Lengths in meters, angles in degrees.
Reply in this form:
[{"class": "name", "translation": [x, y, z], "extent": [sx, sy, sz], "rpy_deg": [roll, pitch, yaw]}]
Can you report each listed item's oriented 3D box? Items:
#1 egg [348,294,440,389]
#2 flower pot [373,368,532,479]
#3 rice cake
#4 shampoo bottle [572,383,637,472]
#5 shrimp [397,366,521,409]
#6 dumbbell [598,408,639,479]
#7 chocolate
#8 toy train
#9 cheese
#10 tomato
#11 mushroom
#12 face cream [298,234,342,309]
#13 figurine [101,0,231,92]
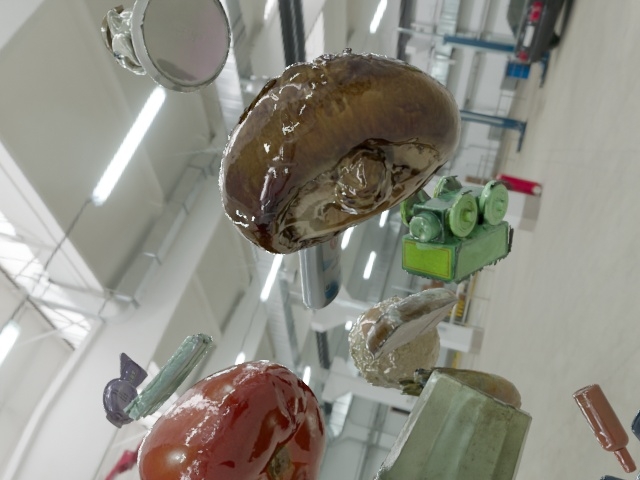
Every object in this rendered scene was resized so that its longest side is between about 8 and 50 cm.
[{"class": "egg", "translation": [0.215, 0.297, 1.763], "extent": [0.310, 0.280, 0.278], "rpy_deg": [46, -122, -66]}, {"class": "flower pot", "translation": [0.189, 0.301, 0.843], "extent": [0.202, 0.213, 0.212], "rpy_deg": [-63, -13, -7]}, {"class": "rice cake", "translation": [-0.311, 0.281, 1.296], "extent": [0.211, 0.038, 0.124], "rpy_deg": [-51, -11, -2]}, {"class": "shampoo bottle", "translation": [0.795, 0.522, 1.705], "extent": [0.244, 0.086, 0.085], "rpy_deg": [63, -176, 12]}, {"class": "shrimp", "translation": [0.267, 0.323, 1.212], "extent": [0.168, 0.318, 0.077], "rpy_deg": [-64, 26, 16]}, {"class": "dumbbell", "translation": [0.503, 0.347, 0.903], "extent": [0.325, 0.160, 0.144], "rpy_deg": [-32, -70, -39]}, {"class": "chocolate", "translation": [0.199, 0.175, 1.422], "extent": [0.254, 0.080, 0.156], "rpy_deg": [-19, -28, -38]}, {"class": "toy train", "translation": [0.275, -0.027, 1.250], "extent": [0.272, 0.159, 0.188], "rpy_deg": [-21, -66, -43]}, {"class": "cheese", "translation": [-0.458, 0.355, 1.442], "extent": [0.105, 0.042, 0.190], "rpy_deg": [50, -157, -25]}, {"class": "tomato", "translation": [-0.135, 0.322, 0.934], "extent": [0.299, 0.227, 0.298], "rpy_deg": [-9, -80, -58]}, {"class": "mushroom", "translation": [0.019, -0.086, 0.628], "extent": [0.253, 0.253, 0.153], "rpy_deg": [57, -171, -75]}, {"class": "face cream", "translation": [0.000, 0.000, 1.511], "extent": [0.163, 0.080, 0.336], "rpy_deg": [-49, -37, -50]}, {"class": "figurine", "translation": [-0.198, -0.246, 0.733], "extent": [0.132, 0.154, 0.132], "rpy_deg": [-16, -67, -42]}]
